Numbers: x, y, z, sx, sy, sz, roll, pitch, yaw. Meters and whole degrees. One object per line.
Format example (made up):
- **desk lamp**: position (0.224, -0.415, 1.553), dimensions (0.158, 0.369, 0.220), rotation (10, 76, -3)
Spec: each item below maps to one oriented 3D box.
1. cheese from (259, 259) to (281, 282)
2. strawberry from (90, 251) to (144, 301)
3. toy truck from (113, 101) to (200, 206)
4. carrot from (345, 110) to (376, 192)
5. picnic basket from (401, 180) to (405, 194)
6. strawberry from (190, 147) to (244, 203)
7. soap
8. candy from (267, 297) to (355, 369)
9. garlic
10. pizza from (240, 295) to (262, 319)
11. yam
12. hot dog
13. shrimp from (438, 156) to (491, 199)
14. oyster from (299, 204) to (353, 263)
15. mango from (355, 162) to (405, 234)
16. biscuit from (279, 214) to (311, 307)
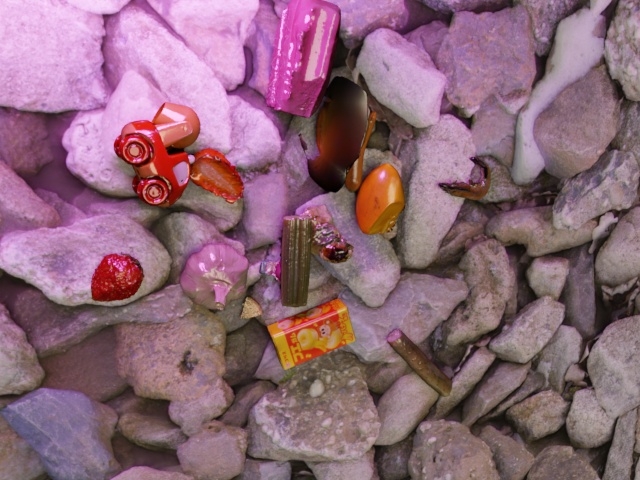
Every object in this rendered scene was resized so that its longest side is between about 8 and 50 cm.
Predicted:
- **cheese**: position (-0.128, 0.097, 1.717), dimensions (0.145, 0.038, 0.095), rotation (9, 102, -14)
- **strawberry**: position (-0.613, 0.120, 1.549), dimensions (0.187, 0.082, 0.146), rotation (-41, 108, 2)
- **toy truck**: position (-0.425, -0.236, 1.441), dimensions (0.239, 0.189, 0.264), rotation (-26, 113, -19)
- **carrot**: position (0.122, -0.286, 1.674), dimensions (0.066, 0.062, 0.271), rotation (13, 100, 12)
- **picnic basket**: position (0.251, -0.175, 1.749), dimensions (0.065, 0.083, 0.083), rotation (-17, 149, -20)
- **strawberry**: position (-0.308, -0.194, 1.553), dimensions (0.121, 0.082, 0.188), rotation (-35, 125, 14)
- **soap**: position (-0.053, -0.514, 1.462), dimensions (0.127, 0.220, 0.324), rotation (3, 105, -28)
- **candy**: position (-0.029, 0.318, 1.791), dimensions (0.276, 0.088, 0.146), rotation (-22, 113, -12)
- **garlic**: position (-0.308, 0.129, 1.574), dimensions (0.219, 0.212, 0.218), rotation (-7, 115, -16)
- **pizza**: position (-0.239, 0.228, 1.727), dimensions (0.078, 0.025, 0.083), rotation (-40, 107, -9)
- **yam**: position (0.385, 0.474, 1.985), dimensions (0.083, 0.083, 0.371), rotation (-46, 114, -1)
- **hot dog**: position (0.049, -0.330, 1.609), dimensions (0.194, 0.107, 0.326), rotation (29, 111, -1)
- **shrimp**: position (0.514, -0.219, 1.828), dimensions (0.219, 0.046, 0.152), rotation (1, 107, -23)
- **oyster**: position (0.016, -0.004, 1.704), dimensions (0.233, 0.107, 0.161), rotation (41, 99, -22)
- **mango**: position (0.192, -0.129, 1.685), dimensions (0.126, 0.154, 0.252), rotation (-11, 125, -34)
- **biscuit**: position (-0.081, 0.074, 1.671), dimensions (0.099, 0.038, 0.322), rotation (2, 109, -6)
